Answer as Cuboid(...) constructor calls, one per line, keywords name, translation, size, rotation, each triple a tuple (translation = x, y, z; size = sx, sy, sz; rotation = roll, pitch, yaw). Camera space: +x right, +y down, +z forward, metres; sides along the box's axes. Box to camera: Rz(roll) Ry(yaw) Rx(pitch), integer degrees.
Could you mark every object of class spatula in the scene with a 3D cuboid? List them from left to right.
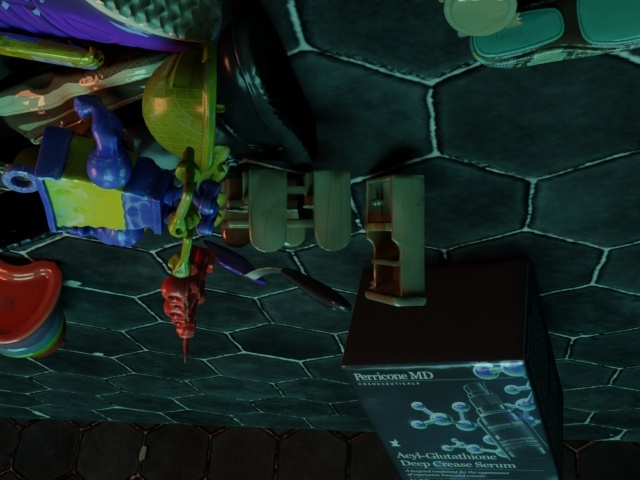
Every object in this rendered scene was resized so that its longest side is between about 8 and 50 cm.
Cuboid(name="spatula", translation=(-0.057, 0.043, 0.947), size=(0.084, 0.030, 0.296), rotation=(27, 172, -37))

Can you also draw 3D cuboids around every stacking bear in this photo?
Cuboid(name="stacking bear", translation=(-0.571, 0.153, 1.497), size=(0.175, 0.164, 0.289), rotation=(7, 160, -4))

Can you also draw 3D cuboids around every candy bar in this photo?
Cuboid(name="candy bar", translation=(-0.271, -0.173, 0.681), size=(0.161, 0.018, 0.040), rotation=(9, 180, -4))

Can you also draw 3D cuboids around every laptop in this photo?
Cuboid(name="laptop", translation=(-0.463, -0.063, 0.943), size=(0.264, 0.137, 0.234), rotation=(-21, -154, -20))

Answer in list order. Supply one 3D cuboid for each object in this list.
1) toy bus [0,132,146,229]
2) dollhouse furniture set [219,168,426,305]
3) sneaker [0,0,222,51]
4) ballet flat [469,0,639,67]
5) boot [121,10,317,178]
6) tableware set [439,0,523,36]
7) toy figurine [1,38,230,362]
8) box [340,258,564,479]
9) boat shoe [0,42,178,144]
Cuboid(name="toy bus", translation=(-0.289, -0.090, 0.963), size=(0.191, 0.104, 0.202), rotation=(33, -179, 0))
Cuboid(name="dollhouse furniture set", translation=(0.000, 0.000, 0.959), size=(0.242, 0.161, 0.212), rotation=(-1, -179, -16))
Cuboid(name="sneaker", translation=(-0.236, -0.226, 0.683), size=(0.293, 0.102, 0.146), rotation=(16, 160, -15))
Cuboid(name="ballet flat", translation=(0.234, -0.197, 0.708), size=(0.188, 0.070, 0.070), rotation=(-2, 155, 19))
Cuboid(name="boot", translation=(-0.128, -0.141, 0.834), size=(0.207, 0.094, 0.246), rotation=(-5, 160, 12))
Cuboid(name="tableware set", translation=(0.141, -0.244, 0.632), size=(0.141, 0.020, 0.168), rotation=(-21, 135, 34))
Cuboid(name="toy figurine", translation=(-0.212, -0.040, 0.744), size=(0.217, 0.191, 0.362), rotation=(11, 151, -3))
Cuboid(name="box", translation=(0.249, 0.247, 1.343), size=(0.293, 0.212, 0.395), rotation=(-6, 133, 23))
Cuboid(name="boat shoe", translation=(-0.238, -0.151, 0.818), size=(0.257, 0.095, 0.095), rotation=(-1, 130, 35))
